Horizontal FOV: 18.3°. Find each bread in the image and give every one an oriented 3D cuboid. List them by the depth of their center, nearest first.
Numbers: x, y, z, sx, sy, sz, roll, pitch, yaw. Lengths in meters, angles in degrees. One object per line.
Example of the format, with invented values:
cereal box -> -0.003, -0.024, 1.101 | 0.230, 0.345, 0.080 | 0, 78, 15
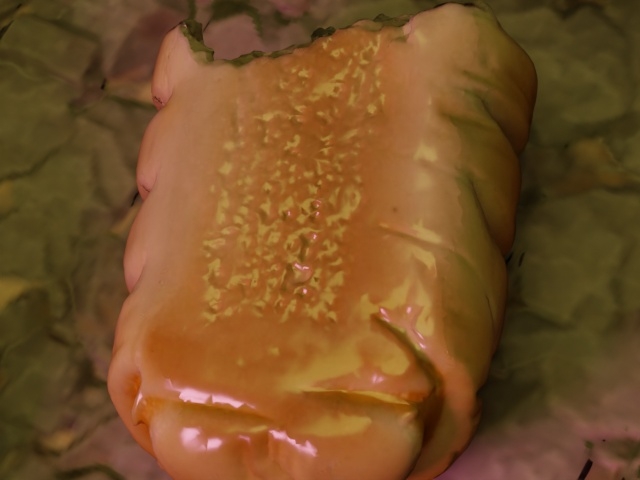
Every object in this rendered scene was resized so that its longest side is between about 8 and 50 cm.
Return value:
bread -> 0.000, 0.000, 0.593 | 0.119, 0.084, 0.177 | 3, 64, 15
